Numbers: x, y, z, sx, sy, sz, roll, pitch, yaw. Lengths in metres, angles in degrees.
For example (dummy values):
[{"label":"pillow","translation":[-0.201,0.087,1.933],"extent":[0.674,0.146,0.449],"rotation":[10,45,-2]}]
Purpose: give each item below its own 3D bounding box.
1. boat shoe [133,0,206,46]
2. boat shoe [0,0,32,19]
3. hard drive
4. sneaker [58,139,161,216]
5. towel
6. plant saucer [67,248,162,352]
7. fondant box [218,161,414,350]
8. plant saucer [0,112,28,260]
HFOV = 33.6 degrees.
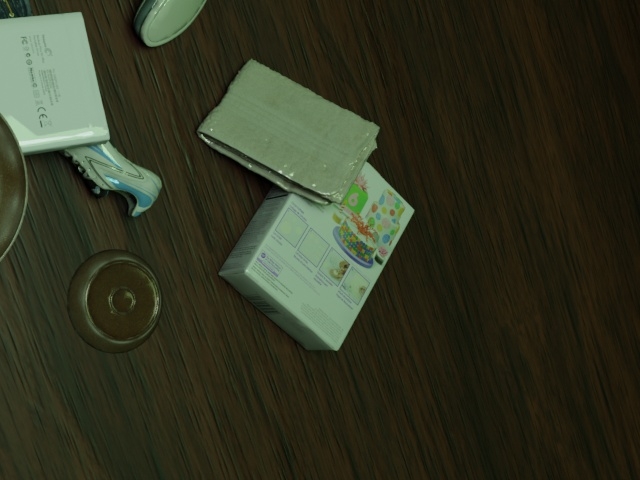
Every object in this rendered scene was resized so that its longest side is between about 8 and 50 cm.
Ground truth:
[{"label":"boat shoe","translation":[-0.236,-0.466,1.805],"extent":[0.099,0.116,0.319],"rotation":[27,72,14]},{"label":"boat shoe","translation":[-0.506,-0.406,1.600],"extent":[0.083,0.065,0.183],"rotation":[-32,112,-35]},{"label":"hard drive","translation":[-0.482,-0.219,1.552],"extent":[0.307,0.040,0.203],"rotation":[-12,86,-24]},{"label":"sneaker","translation":[-0.358,-0.123,1.669],"extent":[0.237,0.085,0.086],"rotation":[37,72,-25]},{"label":"towel","translation":[-0.051,-0.187,1.854],"extent":[0.282,0.049,0.187],"rotation":[29,63,3]},{"label":"plant saucer","translation":[-0.323,0.097,1.706],"extent":[0.168,0.029,0.168],"rotation":[4,84,-36]},{"label":"fondant box","translation":[0.000,0.000,1.915],"extent":[0.238,0.096,0.330],"rotation":[43,63,-25]},{"label":"plant saucer","translation":[-0.553,-0.072,1.436],"extent":[0.310,0.050,0.310],"rotation":[-5,98,-39]}]
